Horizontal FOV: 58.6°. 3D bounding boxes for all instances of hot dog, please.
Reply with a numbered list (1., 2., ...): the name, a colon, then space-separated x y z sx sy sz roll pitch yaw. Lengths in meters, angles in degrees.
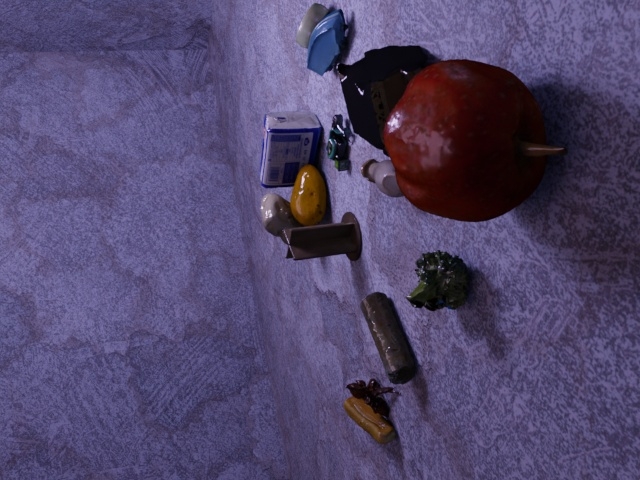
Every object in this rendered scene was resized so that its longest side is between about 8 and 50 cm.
1. hot dog: 0.157 0.588 1.868 0.286 0.088 0.061 -155 54 -71

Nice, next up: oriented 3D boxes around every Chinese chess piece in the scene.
1. Chinese chess piece: -0.027 -0.690 1.834 0.144 0.058 0.144 -61 1 1

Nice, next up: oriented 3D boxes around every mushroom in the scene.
1. mushroom: 0.178 -0.167 1.498 0.212 0.097 0.088 -137 32 -62

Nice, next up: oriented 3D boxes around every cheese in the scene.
1. cheese: -0.115 -0.067 2.165 0.093 0.263 0.159 -31 42 31

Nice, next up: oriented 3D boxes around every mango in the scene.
1. mango: -0.047 -0.165 2.091 0.147 0.109 0.227 -4 90 39

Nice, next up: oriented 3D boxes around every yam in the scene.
1. yam: 0.194 0.279 1.634 0.093 0.093 0.259 108 148 -51

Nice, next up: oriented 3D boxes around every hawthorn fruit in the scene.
1. hawthorn fruit: 0.280 -0.171 1.003 0.330 0.287 0.287 21 118 51

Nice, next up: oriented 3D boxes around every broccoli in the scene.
1. broccoli: 0.257 0.103 1.289 0.154 0.160 0.167 57 152 -10

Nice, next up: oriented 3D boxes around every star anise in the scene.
1. star anise: 0.180 0.465 1.784 0.144 0.158 0.140 -49 53 21

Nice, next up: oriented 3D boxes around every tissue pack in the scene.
1. tissue pack: -0.121 -0.336 2.113 0.269 0.209 0.137 101 153 -42

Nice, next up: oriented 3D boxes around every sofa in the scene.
1. sofa: 0.177 -0.351 1.399 0.258 0.182 0.200 -129 19 -57

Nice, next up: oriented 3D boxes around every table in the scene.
1. table: 0.000 0.000 1.870 0.167 0.227 0.167 172 90 -70

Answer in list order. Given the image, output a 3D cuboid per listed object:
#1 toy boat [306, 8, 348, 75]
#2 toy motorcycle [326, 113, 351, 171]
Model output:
1. toy boat: 0.026 -0.624 1.778 0.238 0.109 0.098 128 166 -64
2. toy motorcycle: 0.062 -0.319 1.835 0.100 0.058 0.173 50 144 46
